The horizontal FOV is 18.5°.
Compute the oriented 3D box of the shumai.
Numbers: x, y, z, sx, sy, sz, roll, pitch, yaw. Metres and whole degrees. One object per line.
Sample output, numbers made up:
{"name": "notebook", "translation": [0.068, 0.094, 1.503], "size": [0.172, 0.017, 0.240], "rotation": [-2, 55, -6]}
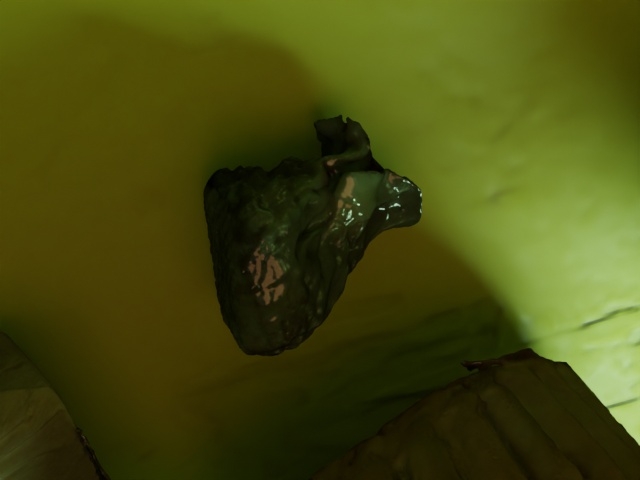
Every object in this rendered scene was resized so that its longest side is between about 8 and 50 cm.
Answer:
{"name": "shumai", "translation": [0.000, 0.000, 0.732], "size": [0.080, 0.082, 0.083], "rotation": [-8, 146, -10]}

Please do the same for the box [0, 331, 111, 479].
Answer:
{"name": "box", "translation": [-0.130, 0.116, 0.756], "size": [0.111, 0.111, 0.177], "rotation": [-21, 124, 0]}

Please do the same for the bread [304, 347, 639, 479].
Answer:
{"name": "bread", "translation": [0.043, 0.153, 0.775], "size": [0.240, 0.139, 0.240], "rotation": [-19, 150, -11]}
